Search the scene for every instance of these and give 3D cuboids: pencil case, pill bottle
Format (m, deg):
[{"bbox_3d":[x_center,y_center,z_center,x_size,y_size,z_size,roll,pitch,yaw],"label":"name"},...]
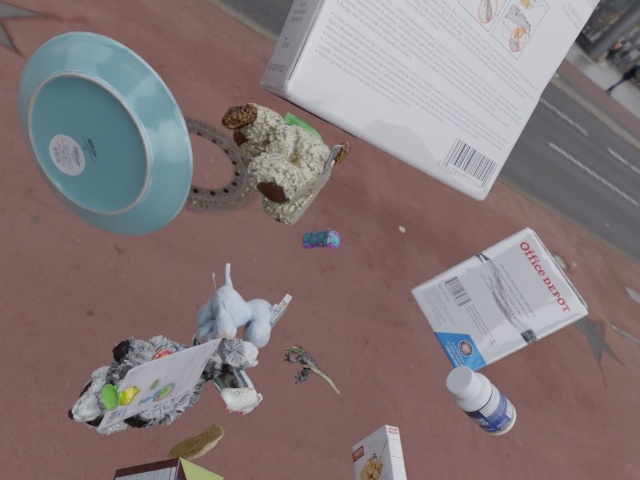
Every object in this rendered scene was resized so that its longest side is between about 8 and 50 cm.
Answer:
[{"bbox_3d":[0.000,0.000,1.598,0.064,0.151,0.070,45,61,-31],"label":"pencil case"},{"bbox_3d":[0.263,0.263,0.706,0.120,0.067,0.067,44,38,-19],"label":"pill bottle"}]

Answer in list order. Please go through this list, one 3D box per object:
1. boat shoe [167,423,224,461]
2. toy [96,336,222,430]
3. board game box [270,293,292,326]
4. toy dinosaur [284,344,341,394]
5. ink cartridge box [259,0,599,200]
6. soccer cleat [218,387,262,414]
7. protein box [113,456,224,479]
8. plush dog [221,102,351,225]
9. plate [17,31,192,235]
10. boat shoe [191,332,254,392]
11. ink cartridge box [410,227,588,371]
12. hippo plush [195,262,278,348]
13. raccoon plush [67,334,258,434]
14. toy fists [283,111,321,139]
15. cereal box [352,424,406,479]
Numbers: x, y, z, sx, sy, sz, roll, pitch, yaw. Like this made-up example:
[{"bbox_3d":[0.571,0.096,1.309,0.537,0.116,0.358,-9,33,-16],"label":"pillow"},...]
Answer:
[{"bbox_3d":[-0.348,0.581,1.193,0.170,0.059,0.063,-13,46,-44],"label":"boat shoe"},{"bbox_3d":[-0.301,0.247,0.799,0.056,0.137,0.237,36,15,17],"label":"toy"},{"bbox_3d":[-0.176,0.299,1.724,0.026,0.103,0.154,33,44,6],"label":"board game box"},{"bbox_3d":[-0.050,0.412,1.393,0.118,0.064,0.268,11,18,-46],"label":"toy dinosaur"},{"bbox_3d":[0.126,-0.205,0.422,0.296,0.261,0.066,18,15,-36],"label":"ink cartridge box"},{"bbox_3d":[-0.216,0.427,1.159,0.076,0.196,0.068,-35,63,-8],"label":"soccer cleat"},{"bbox_3d":[-0.389,0.660,1.072,0.136,0.201,0.200,-92,158,-44],"label":"protein box"},{"bbox_3d":[-0.086,-0.182,0.846,0.225,0.262,0.211,41,83,7],"label":"plush dog"},{"bbox_3d":[-0.206,-0.086,0.390,0.188,0.188,0.024,39,30,-4],"label":"plate"},{"bbox_3d":[-0.367,0.476,1.597,0.335,0.121,0.119,48,0,4],"label":"boat shoe"},{"bbox_3d":[0.519,0.188,1.283,0.286,0.394,0.166,63,9,18],"label":"ink cartridge box"},{"bbox_3d":[-0.298,0.279,1.537,0.236,0.234,0.294,19,56,-35],"label":"hippo plush"},{"bbox_3d":[-0.420,0.406,1.156,0.446,0.299,0.216,12,56,-36],"label":"raccoon plush"},{"bbox_3d":[-0.081,-0.342,1.466,0.142,0.279,0.096,27,85,-9],"label":"toy fists"},{"bbox_3d":[0.148,0.615,1.070,0.047,0.173,0.240,20,40,-21],"label":"cereal box"}]
